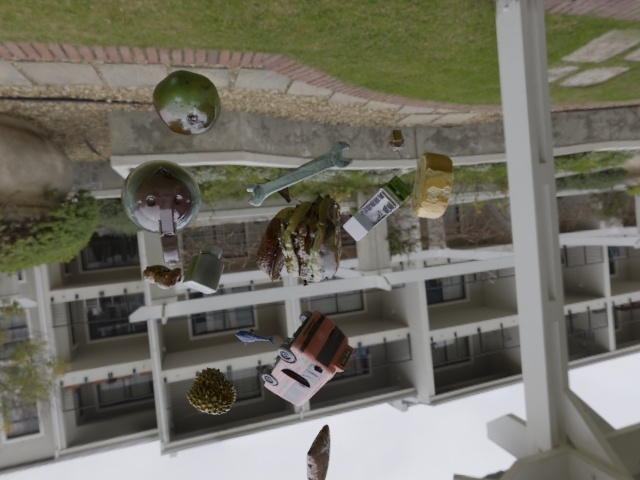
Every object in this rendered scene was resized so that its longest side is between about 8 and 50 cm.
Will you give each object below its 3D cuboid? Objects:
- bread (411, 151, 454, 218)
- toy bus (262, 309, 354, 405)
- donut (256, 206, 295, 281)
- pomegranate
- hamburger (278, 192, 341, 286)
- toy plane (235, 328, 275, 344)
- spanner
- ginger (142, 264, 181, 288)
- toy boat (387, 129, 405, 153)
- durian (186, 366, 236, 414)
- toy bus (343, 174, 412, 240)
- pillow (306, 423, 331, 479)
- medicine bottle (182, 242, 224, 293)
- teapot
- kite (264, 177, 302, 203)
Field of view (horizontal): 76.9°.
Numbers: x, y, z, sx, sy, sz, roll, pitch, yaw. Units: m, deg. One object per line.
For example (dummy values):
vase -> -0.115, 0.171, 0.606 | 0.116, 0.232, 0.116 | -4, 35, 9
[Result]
bread -> 0.257, -0.123, 0.913 | 0.073, 0.149, 0.122 | 9, -174, 1
toy bus -> -0.058, 0.466, 1.557 | 0.203, 0.233, 0.426 | -53, 175, -43
donut -> -0.128, -0.020, 1.365 | 0.113, 0.294, 0.151 | 25, 157, 19
pomegranate -> -0.369, -0.396, 1.123 | 0.180, 0.209, 0.179 | -10, 143, -7
hamburger -> 0.000, 0.000, 0.920 | 0.130, 0.182, 0.206 | 9, -153, 21
toy plane -> -0.270, 0.404, 1.668 | 0.168, 0.062, 0.054 | 9, -179, -5
spanner -> -0.058, -0.170, 1.037 | 0.302, 0.071, 0.017 | -21, -175, 12
ginger -> -0.536, 0.121, 1.408 | 0.103, 0.073, 0.162 | 22, -178, 8
toy boat -> 0.207, -0.266, 1.102 | 0.048, 0.048, 0.149 | -5, -177, 10
durian -> -0.469, 0.643, 1.748 | 0.250, 0.137, 0.183 | 28, -179, 39
toy bus -> 0.210, -0.118, 1.535 | 0.139, 0.113, 0.301 | -44, 179, -34
pillow -> -0.007, 0.930, 1.705 | 0.084, 0.222, 0.236 | 1, -174, 17
medicine bottle -> -0.482, 0.114, 1.699 | 0.088, 0.188, 0.132 | -17, 142, 43
teapot -> -0.466, -0.084, 1.203 | 0.234, 0.314, 0.312 | -8, -169, -21
kite -> -0.148, -0.203, 1.623 | 0.189, 0.009, 0.232 | 32, -163, -23
